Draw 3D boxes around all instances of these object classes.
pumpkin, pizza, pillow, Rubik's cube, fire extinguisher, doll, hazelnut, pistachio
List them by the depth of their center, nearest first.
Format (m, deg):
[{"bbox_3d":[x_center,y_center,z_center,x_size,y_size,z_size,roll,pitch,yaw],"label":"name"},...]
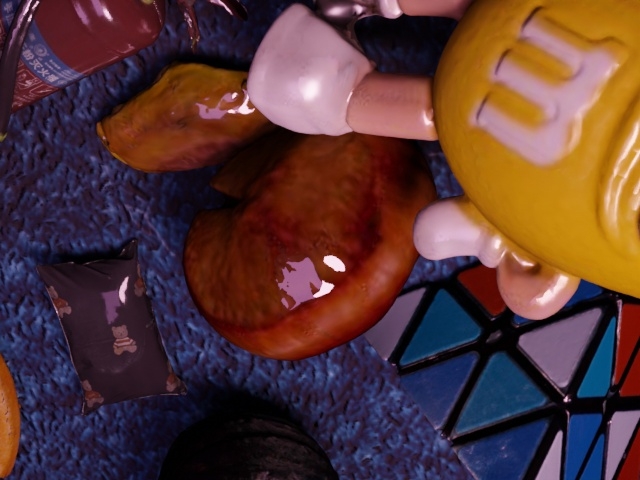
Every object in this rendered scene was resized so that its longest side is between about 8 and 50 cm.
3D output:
[{"bbox_3d":[0.155,-0.119,1.023,0.423,0.161,0.348,-5,94,27],"label":"doll"},{"bbox_3d":[0.000,0.000,1.183,0.178,0.178,0.204,35,90,-6],"label":"hazelnut"},{"bbox_3d":[-0.221,-0.140,1.198,0.341,0.105,0.141,-21,126,25],"label":"fire extinguisher"},{"bbox_3d":[-0.105,-0.094,1.221,0.173,0.049,0.089,-13,114,21],"label":"pistachio"},{"bbox_3d":[0.218,0.115,1.247,0.250,0.284,0.234,-44,125,-2],"label":"Rubik's cube"},{"bbox_3d":[-0.064,0.249,1.306,0.162,0.220,0.220,6,123,-14],"label":"pumpkin"},{"bbox_3d":[-0.177,0.077,1.336,0.090,0.048,0.150,-5,115,21],"label":"pillow"},{"bbox_3d":[-0.351,0.144,1.429,0.176,0.036,0.184,-10,117,22],"label":"pizza"}]
